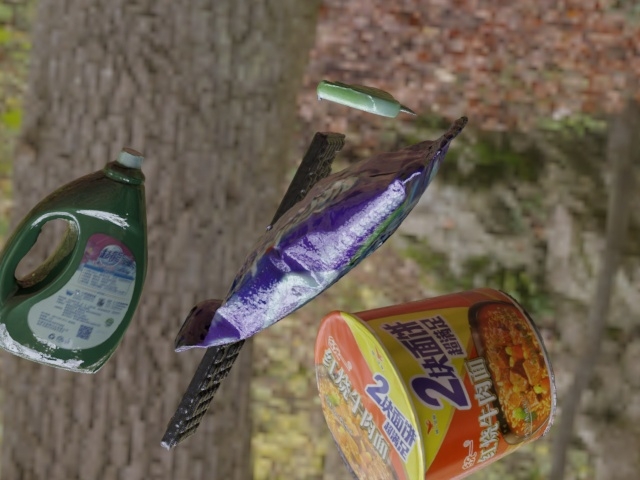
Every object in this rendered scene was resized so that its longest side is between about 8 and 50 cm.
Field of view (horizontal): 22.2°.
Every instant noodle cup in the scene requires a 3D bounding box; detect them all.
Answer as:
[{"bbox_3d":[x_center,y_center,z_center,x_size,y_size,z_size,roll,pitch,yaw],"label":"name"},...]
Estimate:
[{"bbox_3d":[0.116,0.145,1.604,0.174,0.213,0.213,-17,-168,-24],"label":"instant noodle cup"}]

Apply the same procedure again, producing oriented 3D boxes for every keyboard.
[{"bbox_3d":[-0.058,0.042,1.438,0.018,0.309,0.101,28,-172,7],"label":"keyboard"}]

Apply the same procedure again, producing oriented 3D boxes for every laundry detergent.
[{"bbox_3d":[-0.219,0.011,1.486,0.137,0.210,0.063,18,-166,-22],"label":"laundry detergent"}]

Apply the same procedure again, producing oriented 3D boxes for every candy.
[{"bbox_3d":[0.000,0.000,1.248,0.275,0.070,0.145,-36,-175,25],"label":"candy"}]

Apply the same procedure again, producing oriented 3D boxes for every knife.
[{"bbox_3d":[0.035,-0.085,0.990,0.054,0.015,0.212,14,-174,5],"label":"knife"}]
